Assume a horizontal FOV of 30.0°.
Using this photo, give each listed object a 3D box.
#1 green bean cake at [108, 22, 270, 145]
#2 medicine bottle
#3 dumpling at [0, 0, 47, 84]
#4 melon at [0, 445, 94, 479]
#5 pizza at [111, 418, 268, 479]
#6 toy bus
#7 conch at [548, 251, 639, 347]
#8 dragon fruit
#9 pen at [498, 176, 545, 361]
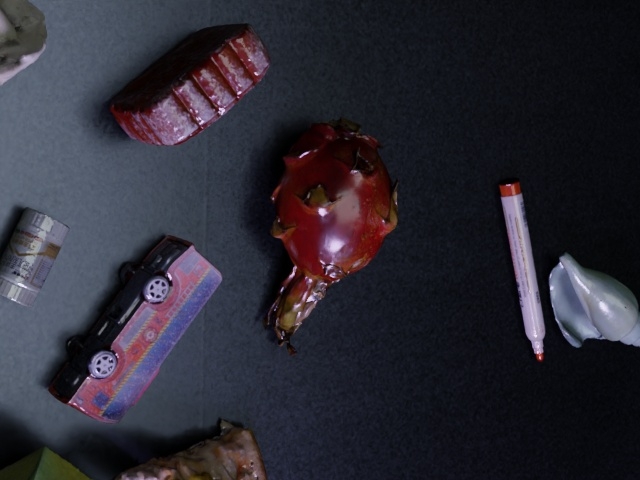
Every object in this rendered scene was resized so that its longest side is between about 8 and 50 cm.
[{"bbox_3d":[-0.120,-0.144,1.113,0.135,0.135,0.056,-42,112,-16],"label":"green bean cake"},{"bbox_3d":[-0.270,0.016,1.103,0.047,0.047,0.083,28,82,-26],"label":"medicine bottle"},{"bbox_3d":[-0.341,-0.166,0.989,0.250,0.132,0.162,-9,61,-36],"label":"dumpling"},{"bbox_3d":[-0.190,0.312,1.119,0.323,0.196,0.124,35,52,-29],"label":"melon"},{"bbox_3d":[-0.115,0.243,1.140,0.195,0.052,0.185,23,46,-41],"label":"pizza"},{"bbox_3d":[-0.176,0.086,1.149,0.077,0.065,0.192,42,76,-31],"label":"toy bus"},{"bbox_3d":[0.329,0.082,1.408,0.180,0.088,0.065,40,34,-17],"label":"conch"},{"bbox_3d":[0.000,0.000,1.212,0.125,0.125,0.246,13,106,-40],"label":"dragon fruit"},{"bbox_3d":[0.235,0.036,1.370,0.026,0.026,0.218,-17,103,-24],"label":"pen"}]
